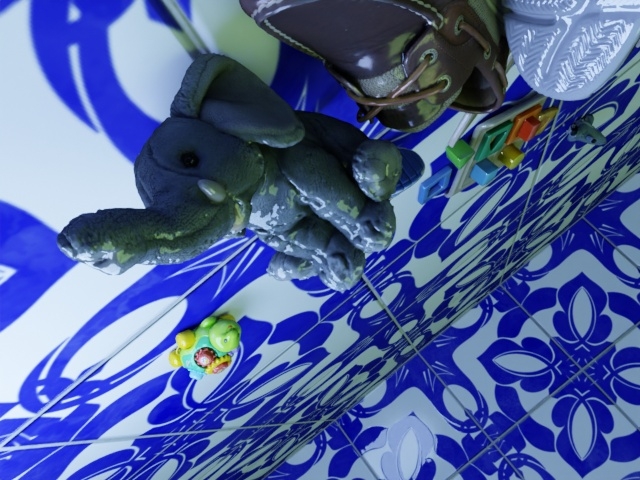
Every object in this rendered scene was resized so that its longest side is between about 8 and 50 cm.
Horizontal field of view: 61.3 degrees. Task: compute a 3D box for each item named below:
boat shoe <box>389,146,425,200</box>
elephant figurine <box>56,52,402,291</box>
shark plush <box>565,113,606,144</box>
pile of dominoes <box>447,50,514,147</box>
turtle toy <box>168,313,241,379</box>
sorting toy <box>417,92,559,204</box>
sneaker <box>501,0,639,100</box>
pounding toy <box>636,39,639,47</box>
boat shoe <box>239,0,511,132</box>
[{"bbox_3d":[0.048,-0.061,0.693,0.183,0.066,0.066,-24,160,-11],"label":"boat shoe"},{"bbox_3d":[-0.066,-0.055,0.416,0.240,0.186,0.169,13,91,-33],"label":"elephant figurine"},{"bbox_3d":[0.583,-0.239,1.179,0.073,0.067,0.161,-48,157,21],"label":"shark plush"},{"bbox_3d":[0.222,-0.250,0.615,0.196,0.040,0.251,-49,169,-37],"label":"pile of dominoes"},{"bbox_3d":[-0.153,0.150,0.765,0.095,0.066,0.130,-18,150,-42],"label":"turtle toy"},{"bbox_3d":[0.318,-0.160,0.939,0.348,0.047,0.196,-29,156,-24],"label":"sorting toy"},{"bbox_3d":[0.244,-0.275,0.401,0.180,0.125,0.320,-28,133,-31],"label":"sneaker"},{"bbox_3d":[0.520,-0.384,0.790,0.130,0.100,0.141,-28,166,-26],"label":"pounding toy"},{"bbox_3d":[0.073,-0.148,0.426,0.124,0.123,0.342,-5,-175,34],"label":"boat shoe"}]
